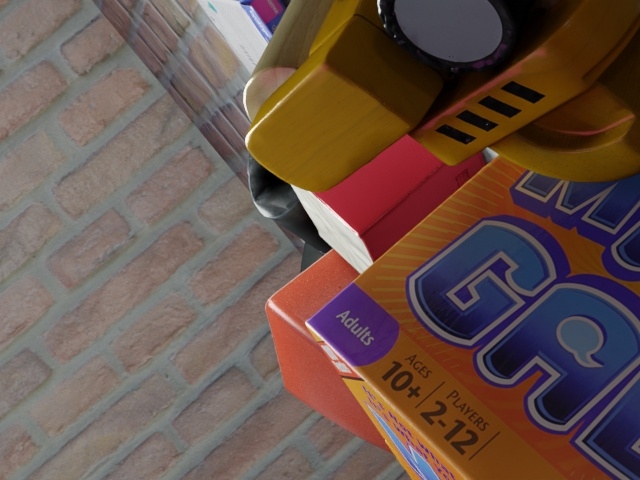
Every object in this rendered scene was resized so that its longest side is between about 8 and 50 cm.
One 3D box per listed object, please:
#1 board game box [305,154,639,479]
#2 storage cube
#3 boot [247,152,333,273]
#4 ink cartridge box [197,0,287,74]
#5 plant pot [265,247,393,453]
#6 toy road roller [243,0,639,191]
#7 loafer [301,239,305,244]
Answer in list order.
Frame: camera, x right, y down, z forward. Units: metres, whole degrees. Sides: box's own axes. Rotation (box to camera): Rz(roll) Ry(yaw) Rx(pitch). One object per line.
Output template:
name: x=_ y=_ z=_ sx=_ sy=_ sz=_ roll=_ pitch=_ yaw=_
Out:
board game box: x=0.278 y=0.137 z=0.967 sx=0.356 sy=0.356 sz=0.356 roll=41 pitch=168 yaw=45
storage cube: x=0.095 y=-0.065 z=1.625 sx=0.215 sy=0.193 sz=0.184 roll=45 pitch=171 yaw=38
boot: x=0.000 y=-0.002 z=1.885 sx=0.445 sy=0.146 sz=0.367 roll=59 pitch=-147 yaw=-73
ink cartridge box: x=-0.086 y=-0.317 z=1.917 sx=0.186 sy=0.065 sz=0.311 roll=53 pitch=174 yaw=-24
plant pot: x=0.110 y=0.149 z=1.780 sx=0.236 sy=0.267 sz=0.267 roll=43 pitch=160 yaw=28
toy road roller: x=0.120 y=-0.137 z=0.915 sx=0.240 sy=0.202 sz=0.329 roll=36 pitch=147 yaw=-17
loafer: x=-0.020 y=-0.064 z=2.542 sx=0.319 sy=0.112 sz=0.111 roll=52 pitch=180 yaw=-10
